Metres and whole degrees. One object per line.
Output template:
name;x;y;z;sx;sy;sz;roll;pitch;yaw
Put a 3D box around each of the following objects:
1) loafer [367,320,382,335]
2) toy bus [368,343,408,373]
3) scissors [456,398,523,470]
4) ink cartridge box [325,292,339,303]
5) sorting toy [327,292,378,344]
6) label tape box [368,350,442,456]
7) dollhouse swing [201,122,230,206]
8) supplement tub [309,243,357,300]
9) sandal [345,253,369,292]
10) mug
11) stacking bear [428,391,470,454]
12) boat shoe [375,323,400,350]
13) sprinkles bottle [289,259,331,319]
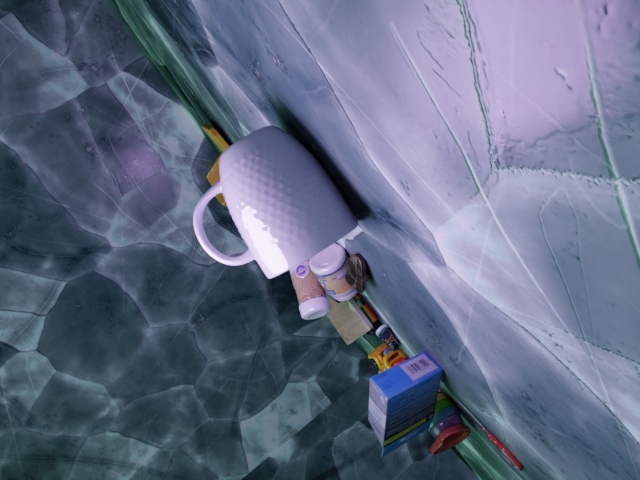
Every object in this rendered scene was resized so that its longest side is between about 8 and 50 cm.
loafer;0.241;0.417;2.207;0.076;0.078;0.223;53;172;-3
toy bus;0.350;0.586;2.168;0.220;0.150;0.211;52;159;19
scissors;0.600;0.686;1.620;0.297;0.021;0.109;50;174;18
ink cartridge box;0.024;0.162;1.933;0.176;0.127;0.128;28;171;26
sorting toy;0.132;0.329;2.128;0.255;0.090;0.257;54;148;11
label tape box;0.304;0.607;1.679;0.115;0.250;0.347;44;144;45
dollhouse swing;-0.579;-0.416;2.486;0.305;0.315;0.347;34;-177;-32
supplement tub;0.058;0.123;1.725;0.144;0.144;0.199;42;167;50
sandal;0.136;0.110;1.583;0.090;0.060;0.219;41;153;29
mug;-0.143;-0.086;1.165;0.327;0.374;0.276;59;176;-3
stacking bear;0.473;0.698;1.886;0.288;0.165;0.175;-120;33;-42
boat shoe;0.304;0.429;1.998;0.083;0.065;0.183;45;176;33
sprinkles bottle;-0.062;0.136;1.832;0.121;0.122;0.354;70;-178;-64
